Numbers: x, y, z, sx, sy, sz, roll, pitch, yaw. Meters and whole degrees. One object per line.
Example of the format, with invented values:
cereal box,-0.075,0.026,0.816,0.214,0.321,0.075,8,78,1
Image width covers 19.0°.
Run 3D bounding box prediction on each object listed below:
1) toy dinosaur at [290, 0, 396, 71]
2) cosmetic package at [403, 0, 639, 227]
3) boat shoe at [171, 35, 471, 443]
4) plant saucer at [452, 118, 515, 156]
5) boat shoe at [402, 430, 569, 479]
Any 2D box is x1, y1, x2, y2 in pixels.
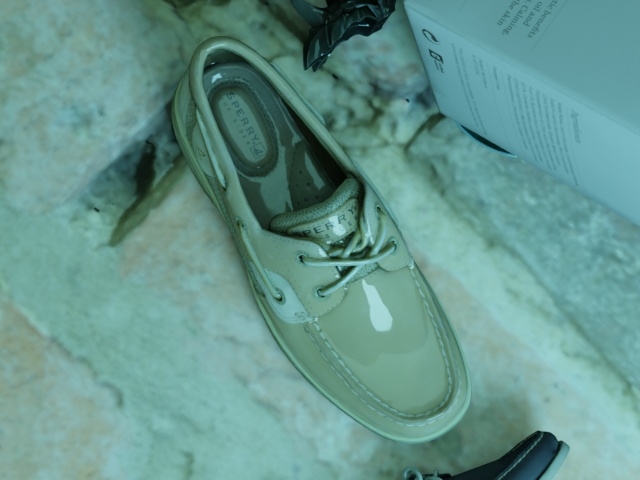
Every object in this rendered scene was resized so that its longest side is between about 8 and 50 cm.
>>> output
toy dinosaur,-0.001,-0.256,1.277,0.322,0.164,0.218,-33,84,-12
cosmetic package,0.258,-0.102,1.194,0.365,0.155,0.197,34,77,24
boat shoe,0.000,0.000,1.263,0.109,0.098,0.302,-31,84,-10
plant saucer,0.139,-0.114,1.339,0.119,0.021,0.119,1,80,-7
boat shoe,0.070,0.180,1.251,0.206,0.075,0.065,-37,88,-6
